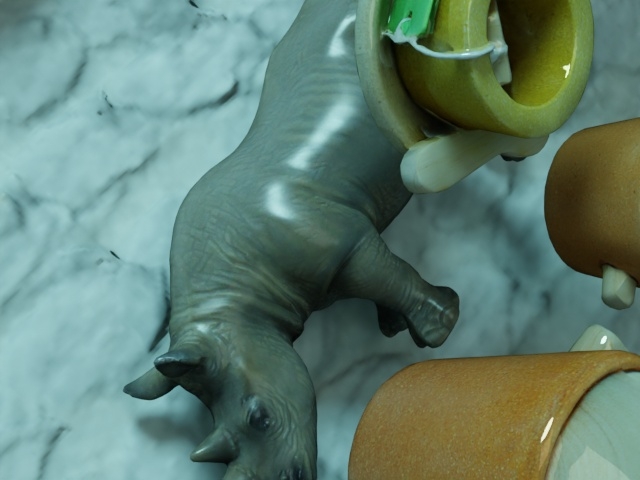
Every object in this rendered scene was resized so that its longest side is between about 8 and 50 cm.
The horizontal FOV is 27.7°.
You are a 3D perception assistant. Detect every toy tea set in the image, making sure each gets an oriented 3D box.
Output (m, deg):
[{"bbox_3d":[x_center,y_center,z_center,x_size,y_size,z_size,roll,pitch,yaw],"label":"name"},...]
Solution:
[{"bbox_3d":[0.114,-0.014,0.449,0.200,0.124,0.336,-3,95,-44],"label":"toy tea set"}]

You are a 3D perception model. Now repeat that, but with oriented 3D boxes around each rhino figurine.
[{"bbox_3d":[0.000,0.000,0.498,0.106,0.073,0.243,34,65,-14],"label":"rhino figurine"}]
